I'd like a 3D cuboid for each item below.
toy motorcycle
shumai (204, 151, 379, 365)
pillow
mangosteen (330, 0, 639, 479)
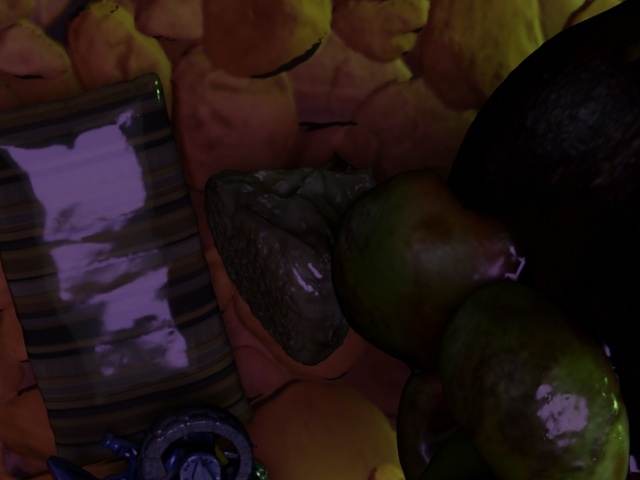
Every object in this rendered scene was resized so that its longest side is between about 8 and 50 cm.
[{"bbox_3d":[-0.069,0.180,0.784,0.114,0.076,0.205,-22,121,-6],"label":"toy motorcycle"},{"bbox_3d":[0.000,0.001,0.736,0.087,0.124,0.099,-26,132,-16],"label":"shumai"},{"bbox_3d":[-0.113,0.020,0.765,0.113,0.038,0.203,-14,105,-2],"label":"pillow"},{"bbox_3d":[0.176,0.033,0.644,0.311,0.311,0.311,-1,104,-2],"label":"mangosteen"}]
